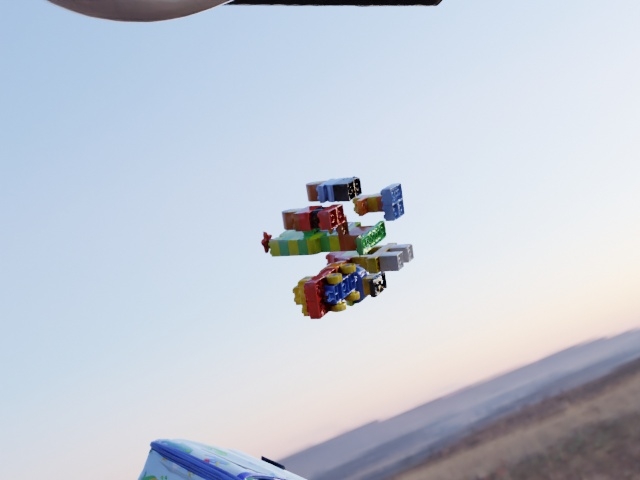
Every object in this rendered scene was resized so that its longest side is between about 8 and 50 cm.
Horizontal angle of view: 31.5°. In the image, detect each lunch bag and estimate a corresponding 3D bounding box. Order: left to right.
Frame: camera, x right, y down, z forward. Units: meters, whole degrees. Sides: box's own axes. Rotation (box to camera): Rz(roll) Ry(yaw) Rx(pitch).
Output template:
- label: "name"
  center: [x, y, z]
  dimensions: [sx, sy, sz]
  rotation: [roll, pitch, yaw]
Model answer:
- label: "lunch bag"
  center: [-0.079, 0.283, 1.221]
  dimensions: [0.176, 0.090, 0.219]
  rotation: [19, -7, 35]

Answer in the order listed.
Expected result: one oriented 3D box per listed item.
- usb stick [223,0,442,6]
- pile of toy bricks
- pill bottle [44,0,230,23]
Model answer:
- label: "usb stick"
  center: [-0.020, -0.245, 1.012]
  dimensions: [0.278, 0.077, 0.045]
  rotation: [2, -17, 10]
- label: "pile of toy bricks"
  center: [0.000, 0.000, 1.029]
  dimensions: [0.105, 0.118, 0.212]
  rotation: [-3, 12, 24]
- label: "pill bottle"
  center: [-0.163, -0.306, 0.581]
  dimensions: [0.229, 0.408, 0.229]
  rotation: [-28, -36, -22]
